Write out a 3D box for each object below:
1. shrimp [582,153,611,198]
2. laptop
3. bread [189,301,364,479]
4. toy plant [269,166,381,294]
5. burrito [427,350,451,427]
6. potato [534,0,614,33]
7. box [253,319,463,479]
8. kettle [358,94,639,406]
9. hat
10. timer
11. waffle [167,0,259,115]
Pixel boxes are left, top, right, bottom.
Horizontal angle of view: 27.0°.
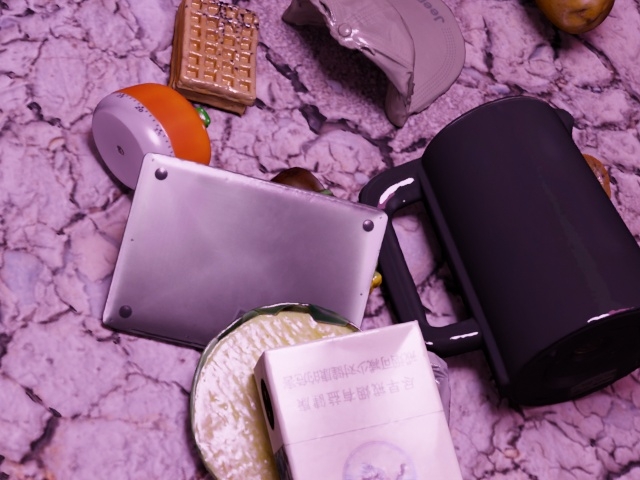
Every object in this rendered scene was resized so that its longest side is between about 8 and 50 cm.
[{"bbox_3d":[0.327,-0.074,1.700,0.114,0.023,0.083,-6,63,-31],"label":"shrimp"},{"bbox_3d":[-0.075,0.028,1.385,0.269,0.015,0.187,14,92,-13],"label":"laptop"},{"bbox_3d":[-0.025,0.173,1.347,0.229,0.033,0.228,7,68,-17],"label":"bread"},{"bbox_3d":[0.000,0.000,1.461,0.093,0.093,0.162,-33,75,-37],"label":"toy plant"},{"bbox_3d":[0.107,0.206,1.387,0.064,0.064,0.203,12,57,-15],"label":"burrito"},{"bbox_3d":[0.342,-0.433,1.849,0.177,0.195,0.369,6,53,-8],"label":"potato"},{"bbox_3d":[0.046,0.219,1.287,0.164,0.069,0.256,-10,72,-15],"label":"box"},{"bbox_3d":[0.221,0.022,1.511,0.203,0.262,0.308,25,36,-54],"label":"kettle"},{"bbox_3d":[0.087,-0.278,1.673,0.214,0.149,0.245,43,62,8],"label":"hat"},{"bbox_3d":[-0.174,-0.116,1.467,0.136,0.099,0.136,20,52,-27],"label":"timer"},{"bbox_3d":[-0.125,-0.224,1.594,0.102,0.042,0.148,13,53,-15],"label":"waffle"}]
